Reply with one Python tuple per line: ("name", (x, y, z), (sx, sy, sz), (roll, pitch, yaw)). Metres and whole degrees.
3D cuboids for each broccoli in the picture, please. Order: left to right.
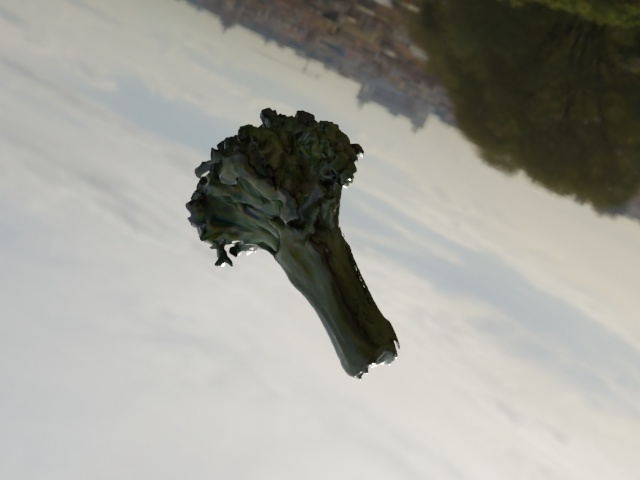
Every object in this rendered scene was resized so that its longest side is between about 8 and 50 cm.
("broccoli", (0.006, -0.016, 1.139), (0.275, 0.198, 0.177), (44, -147, 19))
